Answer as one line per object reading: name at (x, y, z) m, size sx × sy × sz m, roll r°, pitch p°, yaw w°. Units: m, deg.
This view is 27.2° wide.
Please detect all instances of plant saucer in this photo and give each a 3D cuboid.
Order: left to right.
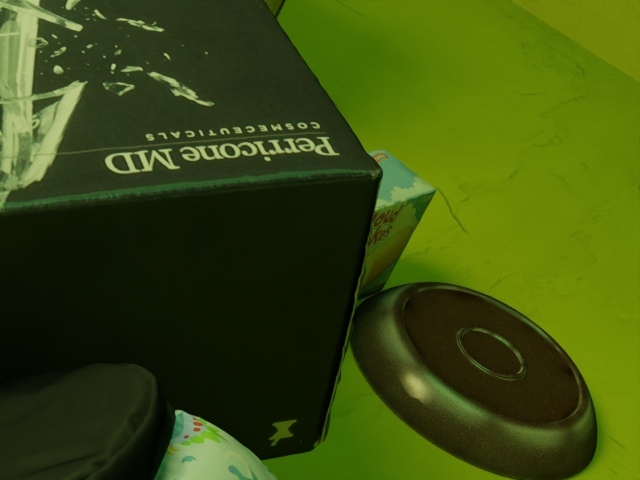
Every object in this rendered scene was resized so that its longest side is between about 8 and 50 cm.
plant saucer at (0.182, 0.140, 1.480) m, size 0.311 × 0.050 × 0.310 m, roll 21°, pitch 30°, yaw -13°

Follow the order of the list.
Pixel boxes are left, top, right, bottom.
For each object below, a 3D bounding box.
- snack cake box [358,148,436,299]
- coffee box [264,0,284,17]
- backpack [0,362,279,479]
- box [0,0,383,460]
snack cake box at (0.000, 0.000, 1.442) m, size 0.089 × 0.152 × 0.264 m, roll 40°, pitch 31°, yaw 21°
coffee box at (-0.214, -0.381, 1.696) m, size 0.338 × 0.337 × 0.334 m, roll 29°, pitch 29°, yaw 1°
backpack at (-0.088, 0.266, 0.751) m, size 0.273 × 0.355 × 0.290 m, roll -11°, pitch 12°, yaw 10°
box at (-0.277, -0.055, 1.028) m, size 0.480 × 0.297 × 0.471 m, roll -7°, pitch 43°, yaw -23°
